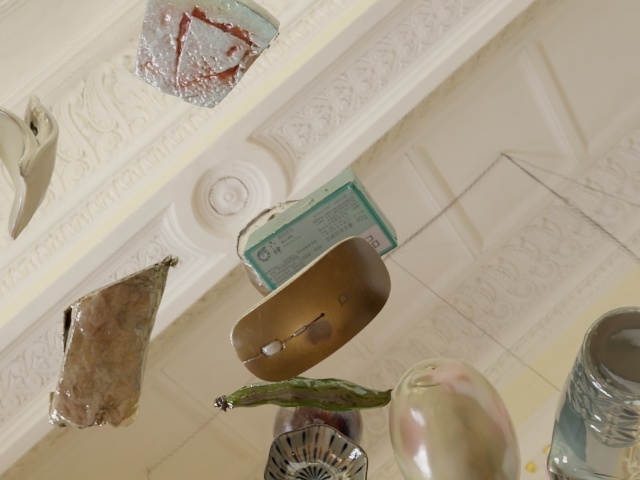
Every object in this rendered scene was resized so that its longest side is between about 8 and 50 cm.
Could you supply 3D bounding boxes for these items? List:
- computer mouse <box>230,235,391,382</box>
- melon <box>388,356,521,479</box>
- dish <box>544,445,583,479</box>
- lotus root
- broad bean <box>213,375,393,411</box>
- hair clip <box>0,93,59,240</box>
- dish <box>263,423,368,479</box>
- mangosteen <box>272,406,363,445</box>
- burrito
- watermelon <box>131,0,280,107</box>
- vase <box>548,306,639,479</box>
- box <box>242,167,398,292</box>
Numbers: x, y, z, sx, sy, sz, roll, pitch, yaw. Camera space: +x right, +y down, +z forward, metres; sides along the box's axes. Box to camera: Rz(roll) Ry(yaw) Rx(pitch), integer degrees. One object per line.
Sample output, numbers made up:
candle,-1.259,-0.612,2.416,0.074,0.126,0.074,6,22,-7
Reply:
computer mouse,-0.007,0.078,0.727,0.199,0.045,0.102,-36,-70,-11
melon,0.243,0.366,1.173,0.223,0.223,0.317,-21,-76,-16
dish,0.453,0.404,1.066,0.229,0.229,0.081,-6,-26,-22
lotus root,-0.061,0.037,1.604,0.272,0.272,0.192,-27,-61,-12
broad bean,-0.030,0.249,1.050,0.298,0.043,0.060,0,-71,4
hair clip,-0.540,-0.160,1.190,0.113,0.282,0.172,-8,-36,-38
dish,-0.009,0.415,1.124,0.191,0.190,0.066,-9,-51,-21
mangosteen,-0.005,0.402,1.397,0.210,0.210,0.209,-9,-66,-21
burrito,-0.381,0.178,1.163,0.175,0.107,0.347,15,-90,-30
watermelon,-0.195,-0.337,1.132,0.213,0.261,0.201,20,-80,-9
vase,0.365,0.172,0.753,0.251,0.156,0.301,-36,-34,0
box,0.000,0.000,1.185,0.245,0.092,0.153,-32,-72,14
